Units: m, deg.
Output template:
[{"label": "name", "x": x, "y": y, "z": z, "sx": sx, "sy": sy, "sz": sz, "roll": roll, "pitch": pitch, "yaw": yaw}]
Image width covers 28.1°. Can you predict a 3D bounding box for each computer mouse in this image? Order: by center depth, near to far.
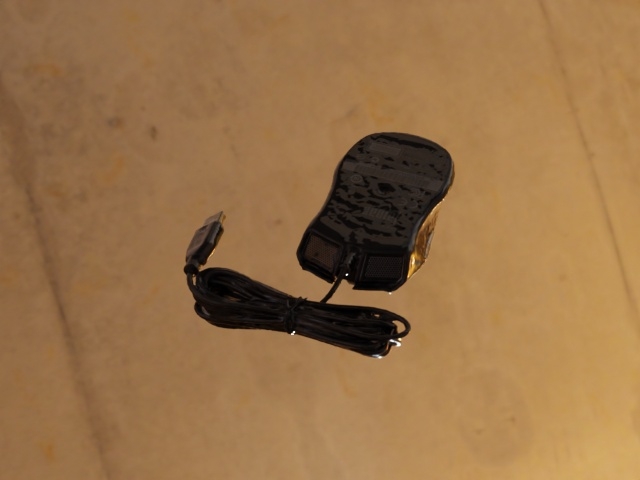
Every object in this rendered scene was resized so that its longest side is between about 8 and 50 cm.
[{"label": "computer mouse", "x": 0.000, "y": 0.000, "z": 1.007, "sx": 0.262, "sy": 0.184, "sz": 0.060, "roll": -68, "pitch": -16, "yaw": -48}]
